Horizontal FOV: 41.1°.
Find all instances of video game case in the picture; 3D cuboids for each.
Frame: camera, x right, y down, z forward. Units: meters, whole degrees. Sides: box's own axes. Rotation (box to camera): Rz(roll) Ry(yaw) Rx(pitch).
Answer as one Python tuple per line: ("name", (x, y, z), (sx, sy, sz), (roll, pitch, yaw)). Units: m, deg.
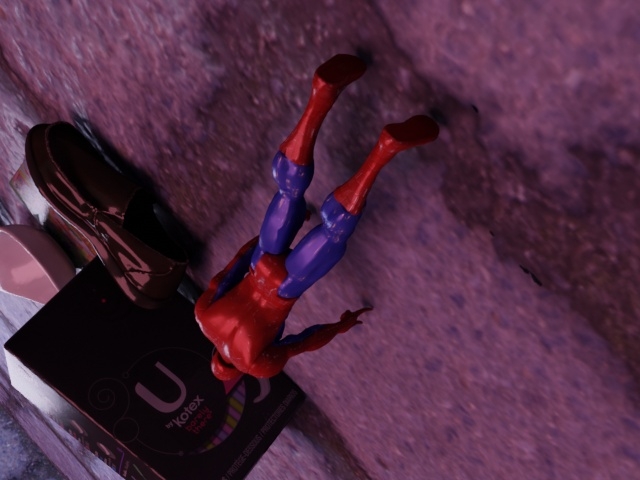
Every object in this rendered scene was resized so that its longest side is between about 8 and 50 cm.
("video game case", (-0.290, -0.011, 1.038), (0.212, 0.023, 0.193), (54, 151, -9))

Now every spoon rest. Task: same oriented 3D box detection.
("spoon rest", (-0.398, 0.035, 1.148), (0.137, 0.084, 0.276), (57, 158, -19))

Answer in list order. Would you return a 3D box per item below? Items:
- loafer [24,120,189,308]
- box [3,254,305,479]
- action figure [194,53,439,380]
("loafer", (-0.202, -0.038, 0.848), (0.078, 0.080, 0.220), (-38, 92, 29))
("box", (-0.179, 0.160, 0.917), (0.270, 0.165, 0.143), (38, 150, 5))
("action figure", (0.000, 0.000, 0.601), (0.091, 0.139, 0.280), (44, 129, 15))
